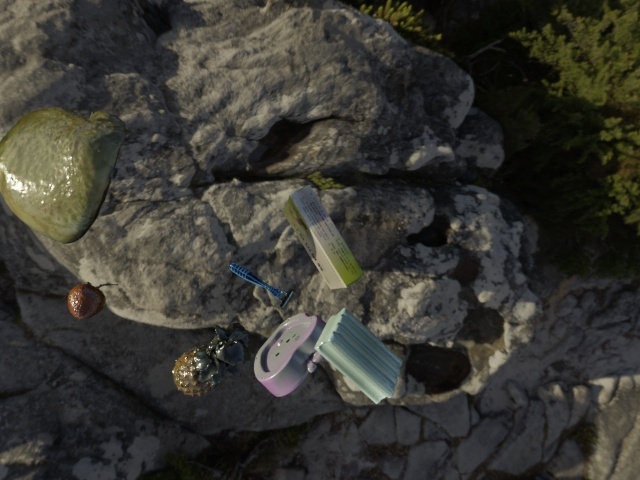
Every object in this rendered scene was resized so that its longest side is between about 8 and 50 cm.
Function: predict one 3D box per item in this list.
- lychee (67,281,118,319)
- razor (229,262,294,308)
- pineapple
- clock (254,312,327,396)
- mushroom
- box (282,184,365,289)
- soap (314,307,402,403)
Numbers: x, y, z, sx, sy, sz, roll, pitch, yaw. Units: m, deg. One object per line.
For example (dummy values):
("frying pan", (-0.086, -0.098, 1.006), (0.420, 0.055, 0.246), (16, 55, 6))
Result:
("lychee", (-0.708, 0.180, 1.241), (0.114, 0.140, 0.101), (37, 99, -30))
("razor", (-0.224, 0.157, 1.497), (0.253, 0.042, 0.081), (29, 80, 4))
("pineapple", (-0.231, 0.257, 0.873), (0.237, 0.111, 0.119), (-36, 86, 39))
("clock", (-0.112, 0.433, 1.583), (0.338, 0.338, 0.102), (-42, 107, 0))
("mushroom", (-0.509, -0.156, 0.804), (0.212, 0.218, 0.291), (38, 73, -32))
("box", (0.001, 0.000, 1.041), (0.062, 0.175, 0.260), (-32, 89, -13))
("soap", (0.125, 0.361, 1.280), (0.265, 0.159, 0.087), (43, 126, -6))
